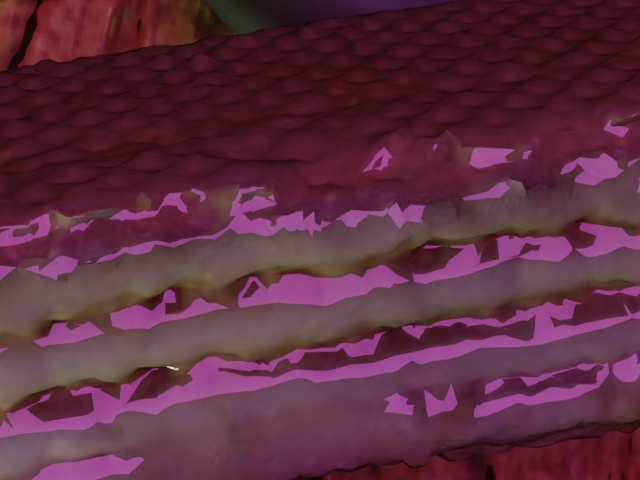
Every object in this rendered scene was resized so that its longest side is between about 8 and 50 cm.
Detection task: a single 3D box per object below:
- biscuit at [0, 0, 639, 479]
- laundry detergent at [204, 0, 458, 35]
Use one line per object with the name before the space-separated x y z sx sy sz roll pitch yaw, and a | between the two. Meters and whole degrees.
biscuit | 0.000 0.000 0.380 0.426 0.144 0.078 -10 110 -10
laundry detergent | 0.180 -0.102 0.553 0.397 0.124 0.264 26 75 -14
